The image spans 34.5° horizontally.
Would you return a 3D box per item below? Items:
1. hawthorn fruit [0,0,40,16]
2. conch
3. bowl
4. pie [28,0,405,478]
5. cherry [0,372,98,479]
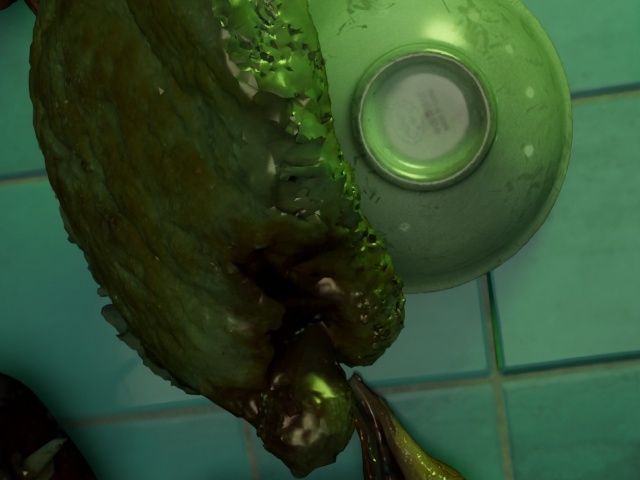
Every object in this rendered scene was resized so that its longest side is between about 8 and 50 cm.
[{"bbox_3d":[-0.298,-0.287,0.881,0.211,0.211,0.299,-25,112,6],"label":"hawthorn fruit"},{"bbox_3d":[0.090,0.241,0.985,0.233,0.080,0.086,39,59,15],"label":"conch"},{"bbox_3d":[0.081,-0.101,0.893,0.313,0.146,0.313,0,94,0],"label":"bowl"},{"bbox_3d":[-0.095,-0.070,0.802,0.180,0.395,0.418,-26,122,-29],"label":"pie"},{"bbox_3d":[-0.324,0.251,0.933,0.296,0.218,0.255,-36,101,12],"label":"cherry"}]
